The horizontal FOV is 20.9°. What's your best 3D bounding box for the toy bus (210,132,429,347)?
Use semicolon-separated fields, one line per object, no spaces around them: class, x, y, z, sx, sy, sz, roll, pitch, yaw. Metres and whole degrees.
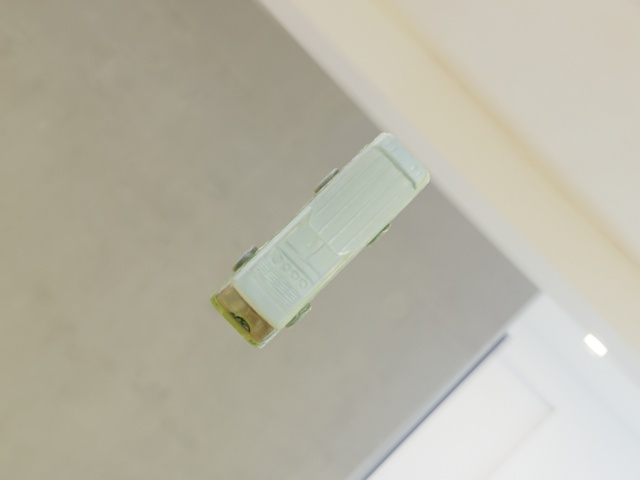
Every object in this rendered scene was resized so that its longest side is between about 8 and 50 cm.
toy bus;0.000;0.000;0.611;0.031;0.083;0.037;46;-17;-2
